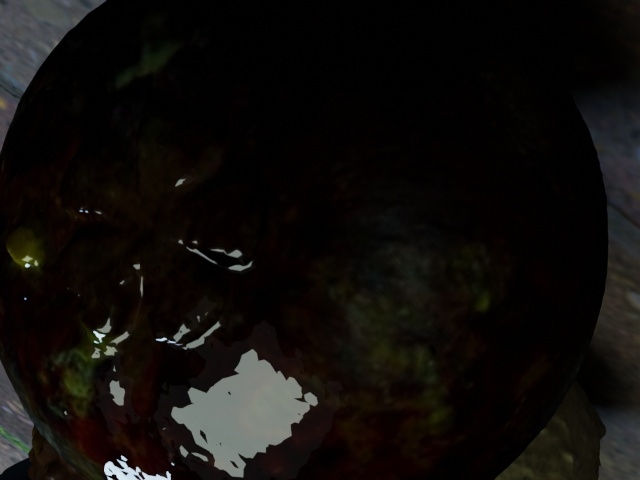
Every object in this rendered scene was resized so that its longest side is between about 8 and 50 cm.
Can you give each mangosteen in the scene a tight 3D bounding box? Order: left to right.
[{"bbox_3d":[0.000,0.000,0.677,0.231,0.231,0.289,28,-171,12],"label":"mangosteen"}]

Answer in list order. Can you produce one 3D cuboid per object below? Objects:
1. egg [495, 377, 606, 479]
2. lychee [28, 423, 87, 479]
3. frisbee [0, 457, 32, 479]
[{"bbox_3d":[0.071,0.111,0.807,0.118,0.140,0.116,34,158,29],"label":"egg"},{"bbox_3d":[-0.061,0.129,0.919,0.238,0.200,0.200,-27,119,26],"label":"lychee"},{"bbox_3d":[-0.083,0.217,1.000,0.289,0.289,0.049,25,121,18],"label":"frisbee"}]
